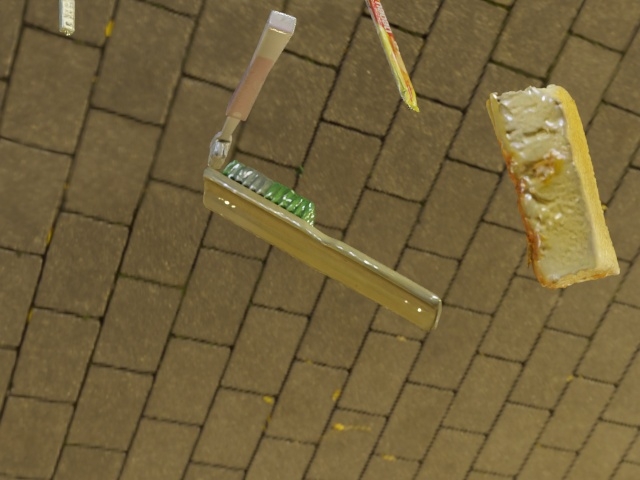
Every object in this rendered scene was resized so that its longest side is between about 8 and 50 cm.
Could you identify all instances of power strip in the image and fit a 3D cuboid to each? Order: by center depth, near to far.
[{"bbox_3d":[-0.489,-0.432,1.637,0.027,0.083,0.017,7,158,-37],"label":"power strip"}]

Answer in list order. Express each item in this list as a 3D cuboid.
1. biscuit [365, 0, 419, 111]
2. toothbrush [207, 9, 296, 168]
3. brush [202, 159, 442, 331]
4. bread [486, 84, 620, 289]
[{"bbox_3d":[0.124,-0.371,1.584,0.026,0.292,0.048,-26,166,33],"label":"biscuit"},{"bbox_3d":[-0.046,-0.083,0.508,0.014,0.194,0.017,15,69,-13],"label":"toothbrush"},{"bbox_3d":[0.000,0.000,0.841,0.048,0.282,0.054,-45,154,-33],"label":"brush"},{"bbox_3d":[0.329,-0.072,1.197,0.114,0.185,0.274,-18,78,24],"label":"bread"}]
